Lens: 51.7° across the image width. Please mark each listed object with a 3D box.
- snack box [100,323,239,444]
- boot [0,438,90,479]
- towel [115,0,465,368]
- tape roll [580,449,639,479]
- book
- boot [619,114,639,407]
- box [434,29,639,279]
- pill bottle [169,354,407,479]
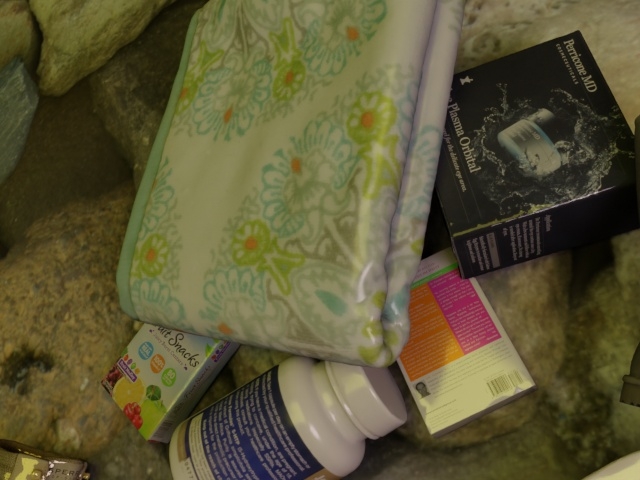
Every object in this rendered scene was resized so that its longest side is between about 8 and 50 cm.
[{"bbox_3d":[-0.159,0.128,0.705,0.100,0.037,0.141,36,88,34],"label":"snack box"},{"bbox_3d":[-0.276,0.322,0.654,0.261,0.095,0.204,9,72,34],"label":"boot"},{"bbox_3d":[-0.039,-0.092,0.609,0.320,0.090,0.375,1,76,44],"label":"towel"},{"bbox_3d":[0.255,0.264,0.385,0.286,0.100,0.286,-11,65,24],"label":"tape roll"},{"bbox_3d":[0.111,0.085,0.582,0.096,0.035,0.144,-29,58,10],"label":"book"},{"bbox_3d":[0.264,0.009,0.392,0.189,0.076,0.209,2,75,58],"label":"boot"},{"bbox_3d":[0.172,-0.072,0.569,0.158,0.093,0.156,-18,61,10],"label":"box"},{"bbox_3d":[-0.026,0.164,0.572,0.186,0.112,0.112,-33,57,13],"label":"pill bottle"}]
